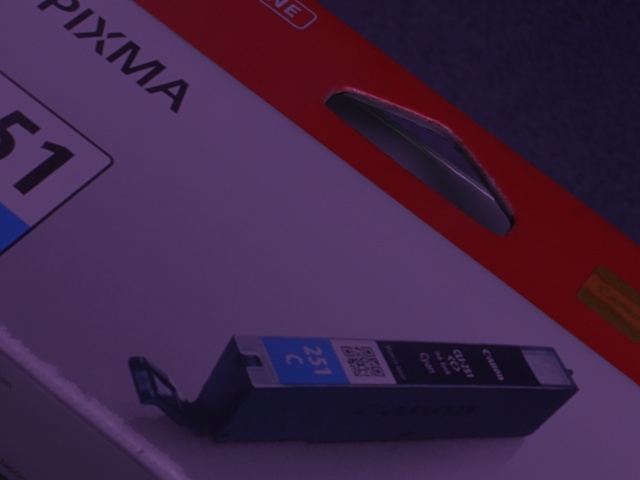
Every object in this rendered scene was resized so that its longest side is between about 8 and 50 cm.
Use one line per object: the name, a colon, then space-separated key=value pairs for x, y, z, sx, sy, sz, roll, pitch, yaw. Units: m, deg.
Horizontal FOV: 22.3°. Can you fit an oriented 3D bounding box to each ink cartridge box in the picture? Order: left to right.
ink cartridge box: x=0.000 y=0.000 z=0.542 sx=0.296 sy=0.066 sz=0.261 roll=38 pitch=48 yaw=8

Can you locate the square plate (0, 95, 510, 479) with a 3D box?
square plate: x=-0.024 y=0.103 z=0.612 sx=0.347 sy=0.049 sz=0.344 roll=35 pitch=61 yaw=-9
